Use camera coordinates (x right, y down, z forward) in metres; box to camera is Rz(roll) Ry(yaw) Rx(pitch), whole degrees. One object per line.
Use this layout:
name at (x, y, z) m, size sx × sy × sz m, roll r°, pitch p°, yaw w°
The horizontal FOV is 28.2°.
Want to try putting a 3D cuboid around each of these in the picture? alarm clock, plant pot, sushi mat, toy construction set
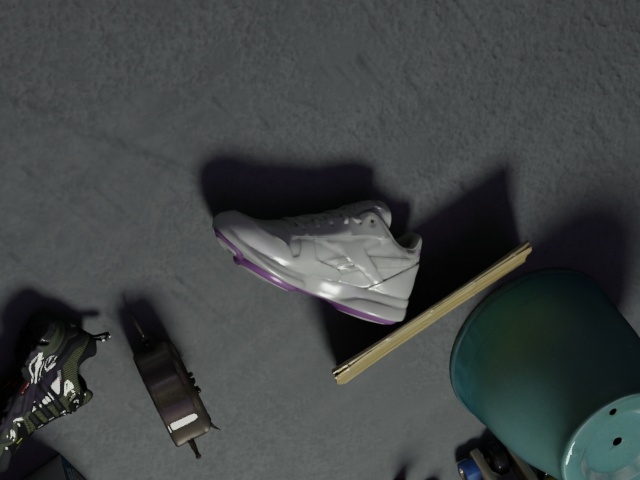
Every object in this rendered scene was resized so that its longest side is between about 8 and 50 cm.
alarm clock at (-0.193, 0.175, 1.613) m, size 0.064 × 0.129 × 0.192 m, roll -29°, pitch 106°, yaw -7°
plant pot at (0.359, 0.220, 1.798) m, size 0.271 × 0.255 × 0.272 m, roll -11°, pitch 124°, yaw -18°
sushi mat at (0.150, 0.100, 1.726) m, size 0.316 × 0.019 × 0.151 m, roll -34°, pitch 171°, yaw -2°
toy construction set at (0.284, 0.449, 1.914) m, size 0.309 × 0.237 × 0.257 m, roll 3°, pitch 118°, yaw -24°

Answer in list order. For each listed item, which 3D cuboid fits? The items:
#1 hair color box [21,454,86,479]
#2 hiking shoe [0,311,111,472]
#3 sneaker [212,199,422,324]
hair color box at (-0.434, 0.450, 1.637) m, size 0.347 × 0.174 × 0.105 m, roll -35°, pitch 125°, yaw -1°
hiking shoe at (-0.342, 0.202, 1.582) m, size 0.114 × 0.086 × 0.227 m, roll 19°, pitch 109°, yaw -28°
sneaker at (0.000, 0.000, 1.617) m, size 0.305 × 0.114 × 0.152 m, roll 21°, pitch 92°, yaw -34°
